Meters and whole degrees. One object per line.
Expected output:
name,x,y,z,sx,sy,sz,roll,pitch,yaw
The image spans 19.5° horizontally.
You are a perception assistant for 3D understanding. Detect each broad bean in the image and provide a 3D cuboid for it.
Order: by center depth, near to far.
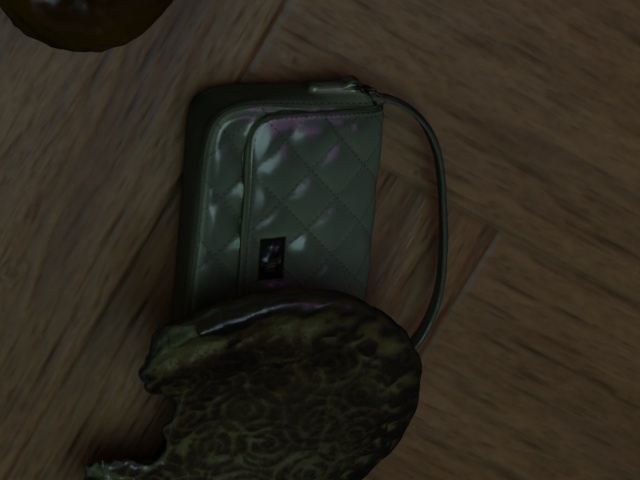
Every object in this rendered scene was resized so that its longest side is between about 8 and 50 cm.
broad bean,-0.151,-0.239,1.278,0.156,0.122,0.229,17,101,-21

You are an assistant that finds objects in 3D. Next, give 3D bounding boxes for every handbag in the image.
handbag,0.000,0.000,1.429,0.219,0.079,0.256,-2,111,-17

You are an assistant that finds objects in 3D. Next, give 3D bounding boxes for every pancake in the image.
pancake,-0.057,0.139,1.423,0.286,0.033,0.288,-21,140,5
